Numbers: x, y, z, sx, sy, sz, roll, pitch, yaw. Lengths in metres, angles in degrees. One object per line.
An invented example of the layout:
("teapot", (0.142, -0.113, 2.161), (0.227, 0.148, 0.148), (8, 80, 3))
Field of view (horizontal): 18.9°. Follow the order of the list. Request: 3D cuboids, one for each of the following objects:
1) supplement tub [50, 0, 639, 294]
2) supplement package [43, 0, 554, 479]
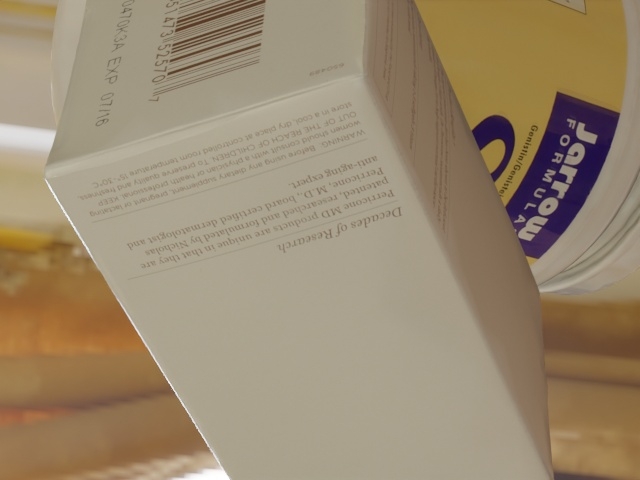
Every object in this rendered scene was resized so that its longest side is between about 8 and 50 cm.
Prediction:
("supplement tub", (0.040, -0.097, 1.104), (0.241, 0.331, 0.241), (-22, 62, 48))
("supplement package", (0.000, 0.000, 0.631), (0.105, 0.105, 0.179), (-87, -24, -52))
